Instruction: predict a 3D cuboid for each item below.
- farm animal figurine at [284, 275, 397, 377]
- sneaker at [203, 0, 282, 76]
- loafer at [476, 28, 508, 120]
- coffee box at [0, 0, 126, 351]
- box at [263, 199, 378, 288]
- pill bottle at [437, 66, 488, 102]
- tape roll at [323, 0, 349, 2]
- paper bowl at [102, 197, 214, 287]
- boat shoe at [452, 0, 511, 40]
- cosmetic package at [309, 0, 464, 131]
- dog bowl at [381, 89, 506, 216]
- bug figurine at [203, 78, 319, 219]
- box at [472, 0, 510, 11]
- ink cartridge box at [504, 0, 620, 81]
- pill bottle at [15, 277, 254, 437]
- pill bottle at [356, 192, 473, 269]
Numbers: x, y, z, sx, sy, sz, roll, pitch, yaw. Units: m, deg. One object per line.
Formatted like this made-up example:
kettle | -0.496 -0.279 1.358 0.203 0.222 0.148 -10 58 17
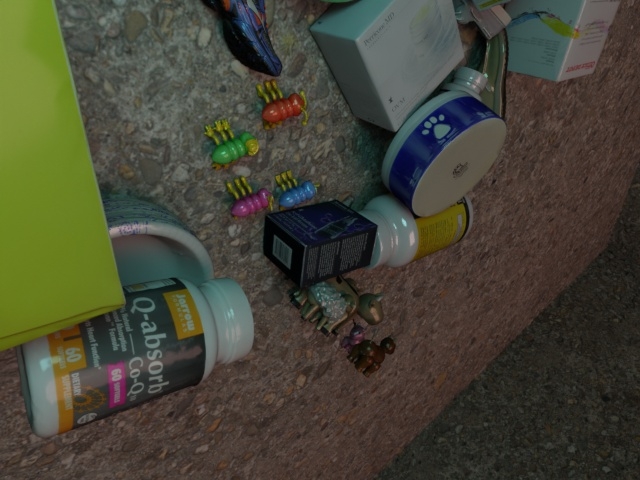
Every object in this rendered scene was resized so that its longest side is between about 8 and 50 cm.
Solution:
farm animal figurine | 0.064 0.164 1.080 0.172 0.330 0.327 -46 111 -4
sneaker | -0.110 -0.350 0.652 0.087 0.083 0.221 -49 142 -13
loafer | 0.431 -0.422 1.095 0.102 0.091 0.269 -42 131 -54
coffee box | -0.409 -0.096 0.353 0.338 0.334 0.338 -20 130 -33
box | 0.000 0.000 0.946 0.207 0.153 0.108 -17 128 -36
pill bottle | 0.332 -0.323 1.060 0.108 0.108 0.194 12 109 -47
tape roll | 0.039 -0.520 0.600 0.321 0.077 0.321 -26 149 -17
paper bowl | -0.329 0.066 0.687 0.284 0.148 0.285 -24 131 -30
boat shoe | 0.333 -0.517 0.943 0.227 0.079 0.081 14 132 -35
cosmetic package | 0.138 -0.380 0.817 0.224 0.138 0.225 -48 138 -5
dog bowl | 0.267 -0.182 0.925 0.264 0.104 0.265 -28 149 -19
bug figurine | -0.097 -0.145 0.813 0.216 0.072 0.279 -31 135 -23
box | 0.288 -0.560 0.790 0.060 0.100 0.244 -49 116 -6
ink cartridge box | 0.597 -0.566 1.066 0.198 0.197 0.270 -22 131 -32
pill bottle | -0.243 0.138 0.583 0.278 0.162 0.162 -10 124 -40
pill bottle | 0.225 -0.040 1.099 0.333 0.188 0.188 -18 129 -34
